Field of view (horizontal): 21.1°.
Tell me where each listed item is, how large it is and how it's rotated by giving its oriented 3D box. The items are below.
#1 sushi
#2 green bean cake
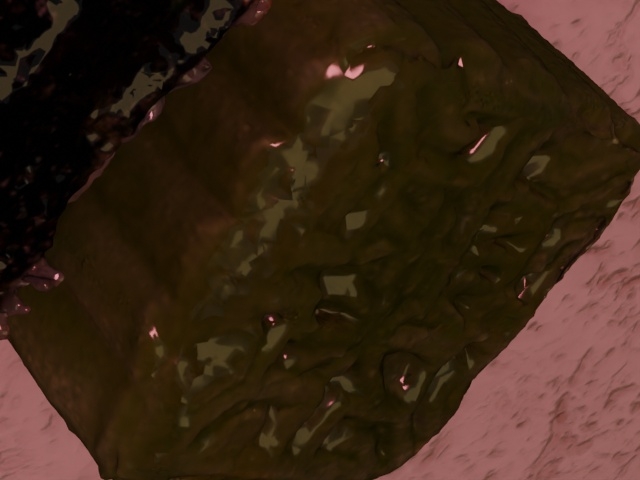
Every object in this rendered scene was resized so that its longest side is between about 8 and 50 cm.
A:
[{"bbox_3d":[-0.113,-0.083,0.544,0.225,0.136,0.126,-55,146,9],"label":"sushi"},{"bbox_3d":[0.000,0.000,0.746,0.222,0.125,0.248,13,120,-49],"label":"green bean cake"}]
